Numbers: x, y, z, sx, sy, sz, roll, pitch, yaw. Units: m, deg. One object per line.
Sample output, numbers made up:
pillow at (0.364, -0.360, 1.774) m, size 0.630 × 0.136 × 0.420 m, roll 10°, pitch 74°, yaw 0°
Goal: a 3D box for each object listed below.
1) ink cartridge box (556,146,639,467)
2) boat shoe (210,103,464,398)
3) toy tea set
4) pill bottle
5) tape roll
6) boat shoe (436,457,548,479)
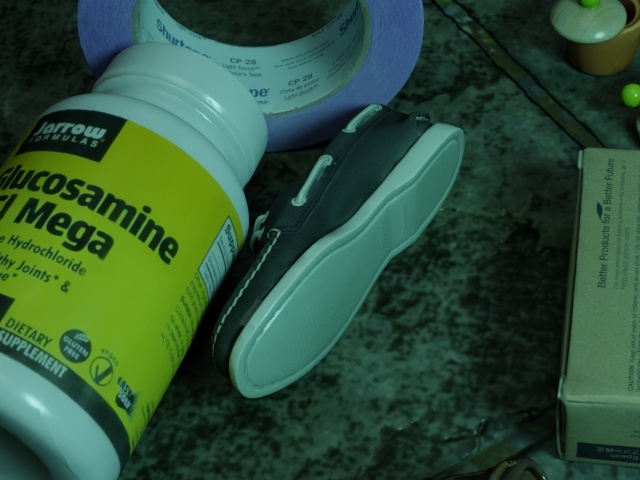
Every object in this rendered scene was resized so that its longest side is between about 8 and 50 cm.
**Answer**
ink cartridge box at (0.275, 0.049, 0.981) m, size 0.193 × 0.088 × 0.235 m, roll 4°, pitch 52°, yaw 13°
boat shoe at (0.000, 0.000, 1.050) m, size 0.091 × 0.114 × 0.302 m, roll 25°, pitch 46°, yaw 24°
toy tea set at (0.359, -0.167, 1.123) m, size 0.336 × 0.124 × 0.200 m, roll 0°, pitch 51°, yaw 8°
pill bottle at (-0.168, 0.016, 1.001) m, size 0.187 × 0.188 × 0.334 m, roll 14°, pitch 54°, yaw 18°
tape roll at (-0.056, -0.195, 1.103) m, size 0.274 × 0.275 × 0.090 m, roll -5°, pitch 50°, yaw 3°
boat shoe at (0.108, 0.204, 0.751) m, size 0.123 × 0.123 × 0.342 m, roll -27°, pitch 7°, yaw 7°
